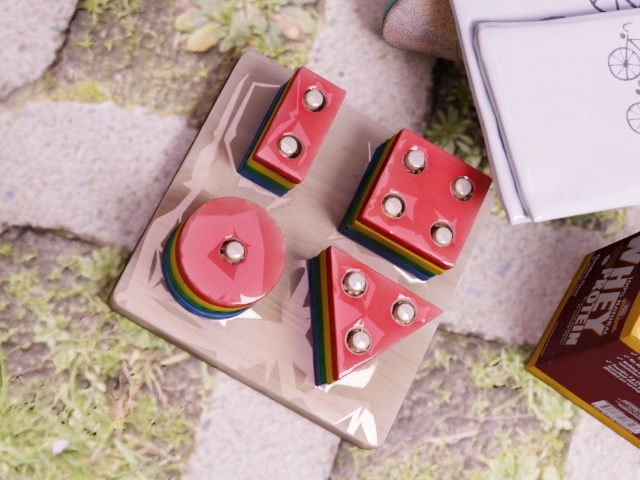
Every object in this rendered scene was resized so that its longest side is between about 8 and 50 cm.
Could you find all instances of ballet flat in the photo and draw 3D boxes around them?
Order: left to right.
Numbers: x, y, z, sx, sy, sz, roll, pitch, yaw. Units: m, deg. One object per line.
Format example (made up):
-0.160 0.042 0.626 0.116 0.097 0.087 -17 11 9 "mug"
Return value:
0.210 -0.208 1.429 0.316 0.107 0.106 -19 57 -20 "ballet flat"

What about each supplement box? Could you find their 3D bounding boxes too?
0.315 0.094 1.359 0.191 0.194 0.129 35 69 -8 "supplement box"

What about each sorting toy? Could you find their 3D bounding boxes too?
0.000 0.000 1.332 0.257 0.089 0.255 30 71 -10 "sorting toy"

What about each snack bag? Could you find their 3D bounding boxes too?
0.265 -0.192 1.375 0.323 0.037 0.342 -9 74 -18 "snack bag"
